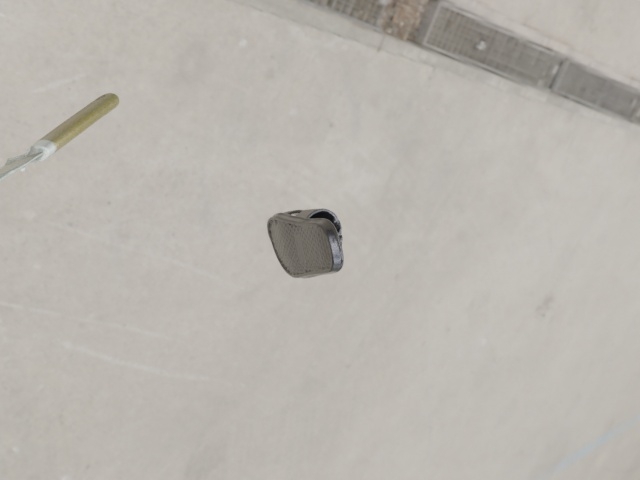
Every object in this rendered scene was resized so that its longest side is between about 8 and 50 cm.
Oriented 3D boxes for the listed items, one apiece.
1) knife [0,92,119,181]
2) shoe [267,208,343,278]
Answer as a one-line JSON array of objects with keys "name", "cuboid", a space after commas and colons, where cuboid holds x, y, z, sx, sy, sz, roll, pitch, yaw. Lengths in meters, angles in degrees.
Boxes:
[{"name": "knife", "cuboid": [-0.250, -0.067, 0.736, 0.298, 0.047, 0.017, -61, 139, -58]}, {"name": "shoe", "cuboid": [0.000, 0.000, 0.791, 0.053, 0.159, 0.062, -19, 98, -18]}]
